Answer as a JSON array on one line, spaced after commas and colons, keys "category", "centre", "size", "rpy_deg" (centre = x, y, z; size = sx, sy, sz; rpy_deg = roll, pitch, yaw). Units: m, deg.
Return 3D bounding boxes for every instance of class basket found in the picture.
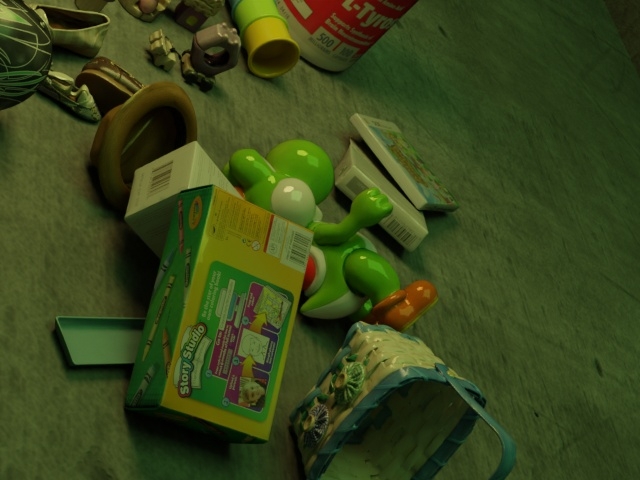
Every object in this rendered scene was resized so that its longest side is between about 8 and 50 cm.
[{"category": "basket", "centre": [0.098, 0.265, 1.595], "size": [0.201, 0.255, 0.289], "rpy_deg": [17, 23, -45]}]

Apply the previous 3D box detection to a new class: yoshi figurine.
[{"category": "yoshi figurine", "centre": [0.020, -0.019, 1.895], "size": [0.362, 0.203, 0.203], "rpy_deg": [46, 14, 0]}]

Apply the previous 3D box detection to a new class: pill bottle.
[{"category": "pill bottle", "centre": [0.100, -0.522, 2.343], "size": [0.229, 0.407, 0.229], "rpy_deg": [33, 33, -25]}]

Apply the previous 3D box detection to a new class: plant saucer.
[{"category": "plant saucer", "centre": [-0.239, 0.124, 1.539], "size": [0.192, 0.018, 0.067], "rpy_deg": [5, 51, -50]}]

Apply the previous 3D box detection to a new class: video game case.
[{"category": "video game case", "centre": [0.156, -0.140, 2.313], "size": [0.212, 0.023, 0.193], "rpy_deg": [54, 19, 15]}]

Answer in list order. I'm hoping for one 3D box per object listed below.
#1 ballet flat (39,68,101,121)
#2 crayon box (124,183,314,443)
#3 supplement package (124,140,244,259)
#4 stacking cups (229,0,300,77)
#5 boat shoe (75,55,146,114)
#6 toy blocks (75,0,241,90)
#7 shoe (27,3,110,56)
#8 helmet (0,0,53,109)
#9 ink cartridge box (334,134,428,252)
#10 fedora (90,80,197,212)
[{"category": "ballet flat", "centre": [-0.346, -0.205, 1.760], "size": [0.114, 0.041, 0.041], "rpy_deg": [31, 34, -29]}, {"category": "crayon box", "centre": [-0.119, 0.092, 1.540], "size": [0.165, 0.081, 0.278], "rpy_deg": [25, 69, -35]}, {"category": "supplement package", "centre": [-0.160, -0.021, 1.673], "size": [0.179, 0.105, 0.105], "rpy_deg": [52, 24, -33]}, {"category": "stacking cups", "centre": [-0.120, -0.432, 2.271], "size": [0.096, 0.096, 0.316], "rpy_deg": [19, 40, -40]}, {"category": "boat shoe", "centre": [-0.254, -0.188, 1.826], "size": [0.207, 0.073, 0.073], "rpy_deg": [42, 32, -11]}, {"category": "toy blocks", "centre": [-0.218, -0.469, 2.014], "size": [0.288, 0.260, 0.309], "rpy_deg": [25, 37, -36]}, {"category": "shoe", "centre": [-0.391, -0.312, 1.805], "size": [0.219, 0.058, 0.077], "rpy_deg": [2, 53, -52]}, {"category": "helmet", "centre": [-0.423, -0.239, 1.576], "size": [0.161, 0.169, 0.169], "rpy_deg": [41, 26, 21]}, {"category": "ink cartridge box", "centre": [0.103, -0.086, 2.223], "size": [0.181, 0.056, 0.225], "rpy_deg": [41, 12, -13]}, {"category": "fedora", "centre": [-0.251, -0.132, 1.729], "size": [0.079, 0.194, 0.194], "rpy_deg": [17, 14, 32]}]
